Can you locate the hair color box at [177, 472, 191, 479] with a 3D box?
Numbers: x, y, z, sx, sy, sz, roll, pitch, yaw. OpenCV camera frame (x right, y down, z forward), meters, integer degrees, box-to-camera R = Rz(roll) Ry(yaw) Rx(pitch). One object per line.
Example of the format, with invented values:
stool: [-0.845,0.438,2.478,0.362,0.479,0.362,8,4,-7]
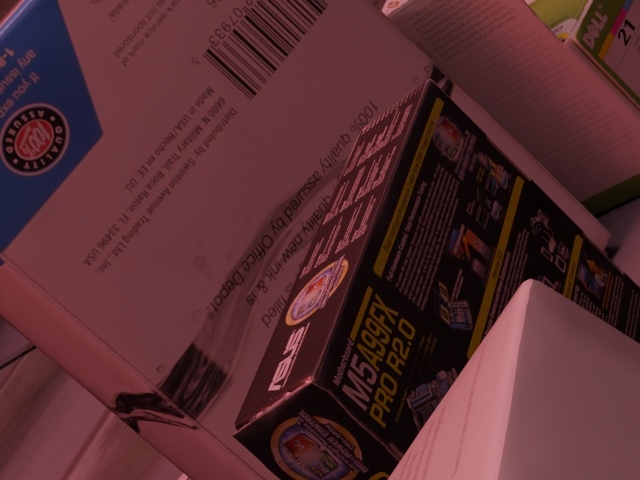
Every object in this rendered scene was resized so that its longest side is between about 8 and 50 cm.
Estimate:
hair color box: [-0.115,0.239,1.386,0.141,0.043,0.072,-54,16,-21]

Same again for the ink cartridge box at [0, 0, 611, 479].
ink cartridge box: [-0.052,-0.015,1.197,0.285,0.395,0.166,-52,13,-19]

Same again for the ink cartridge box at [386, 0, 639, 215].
ink cartridge box: [0.123,-0.132,1.277,0.189,0.255,0.097,-28,23,49]

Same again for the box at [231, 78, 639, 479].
box: [0.084,0.069,0.948,0.060,0.216,0.270,-37,19,34]

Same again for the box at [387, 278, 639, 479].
box: [0.035,0.220,0.582,0.345,0.168,0.215,-57,2,20]

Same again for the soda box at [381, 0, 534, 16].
soda box: [0.157,-0.155,1.383,0.216,0.074,0.069,-1,33,16]
